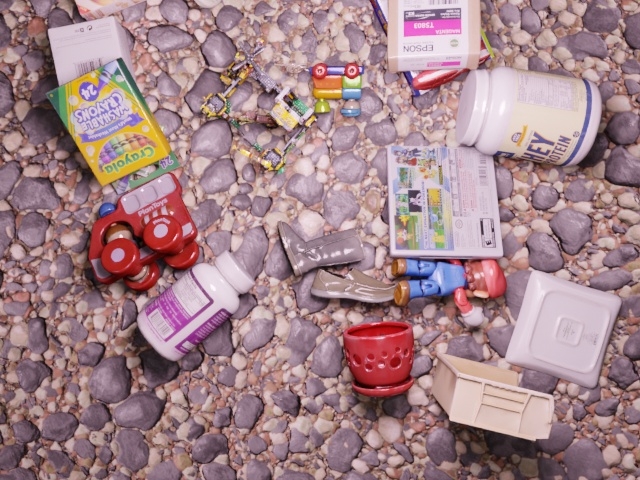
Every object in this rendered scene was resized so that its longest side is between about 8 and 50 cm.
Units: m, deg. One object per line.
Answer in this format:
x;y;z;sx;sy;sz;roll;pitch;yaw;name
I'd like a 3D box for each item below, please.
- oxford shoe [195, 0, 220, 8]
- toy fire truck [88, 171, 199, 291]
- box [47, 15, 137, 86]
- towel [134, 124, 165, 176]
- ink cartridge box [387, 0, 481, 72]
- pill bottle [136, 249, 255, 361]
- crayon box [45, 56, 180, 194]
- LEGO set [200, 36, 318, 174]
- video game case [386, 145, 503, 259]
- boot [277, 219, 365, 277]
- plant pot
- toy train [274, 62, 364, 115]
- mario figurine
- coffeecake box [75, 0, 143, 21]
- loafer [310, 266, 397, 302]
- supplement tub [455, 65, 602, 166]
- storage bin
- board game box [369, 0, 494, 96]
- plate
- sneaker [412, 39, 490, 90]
-0.422;-0.832;1.706;0.130;0.169;0.449;-28;100;39;oxford shoe
-0.488;-0.023;1.686;0.302;0.169;0.254;-28;66;-2;toy fire truck
-0.617;-0.489;1.692;0.181;0.119;0.182;-12;89;-1;box
-0.512;-0.266;1.744;0.113;0.023;0.152;20;87;-3;towel
0.288;-0.541;1.588;0.234;0.088;0.193;-1;80;7;ink cartridge box
-0.327;0.168;1.668;0.301;0.169;0.169;-40;90;-2;pill bottle
-0.538;-0.288;1.641;0.203;0.083;0.323;-24;112;4;crayon box
-0.164;-0.346;1.652;0.255;0.192;0.331;-38;91;7;LEGO set
0.334;-0.108;1.700;0.299;0.036;0.329;1;69;-1;video game case
0.000;0.000;1.724;0.208;0.076;0.190;-21;72;-8;boot
0.161;0.320;1.668;0.191;0.191;0.174;-6;92;-2;plant pot
-0.003;-0.420;1.728;0.248;0.105;0.143;0;106;3;toy train
0.354;0.124;1.710;0.320;0.170;0.198;2;102;-9;mario figurine
-0.594;-0.713;1.721;0.185;0.068;0.142;-22;91;-1;coffeecake box
0.098;0.120;1.715;0.251;0.094;0.087;4;93;-1;loafer
0.547;-0.334;1.662;0.324;0.235;0.235;8;89;-1;supplement tub
0.445;0.407;1.637;0.260;0.262;0.123;14;90;-1;storage bin
0.296;-0.608;1.711;0.233;0.078;0.347;-28;99;-2;board game box
0.695;0.254;1.755;0.278;0.045;0.277;18;88;-2;plate
0.329;-0.496;1.662;0.221;0.087;0.128;-24;84;-5;sneaker
